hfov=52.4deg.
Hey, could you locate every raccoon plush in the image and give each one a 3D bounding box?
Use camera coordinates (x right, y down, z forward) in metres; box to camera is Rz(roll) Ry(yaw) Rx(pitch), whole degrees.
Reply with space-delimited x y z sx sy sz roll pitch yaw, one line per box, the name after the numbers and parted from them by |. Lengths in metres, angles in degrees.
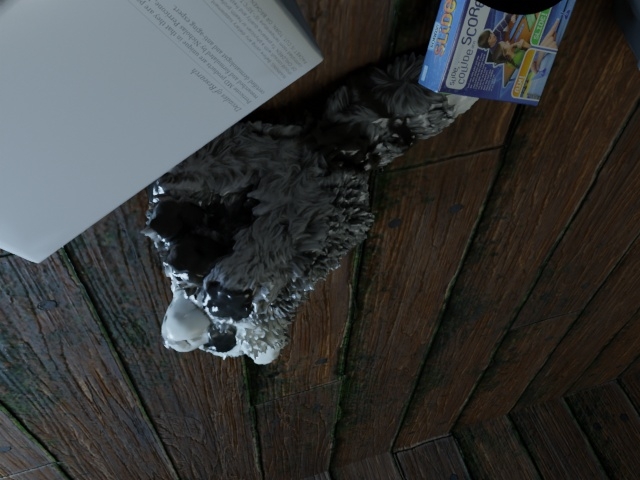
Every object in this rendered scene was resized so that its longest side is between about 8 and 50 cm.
0.000 0.000 0.783 0.446 0.216 0.299 -21 155 -2 | raccoon plush

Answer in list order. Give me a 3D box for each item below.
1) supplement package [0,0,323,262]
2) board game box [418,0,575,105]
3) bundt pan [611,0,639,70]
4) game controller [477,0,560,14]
-0.182 -0.149 0.474 0.293 0.177 0.175 -33 146 15 | supplement package
0.182 -0.235 0.615 0.136 0.035 0.201 0 117 -30 | board game box
0.447 -0.301 0.658 0.330 0.124 0.331 -15 147 -10 | bundt pan
0.065 -0.276 0.430 0.319 0.067 0.166 23 131 -11 | game controller
